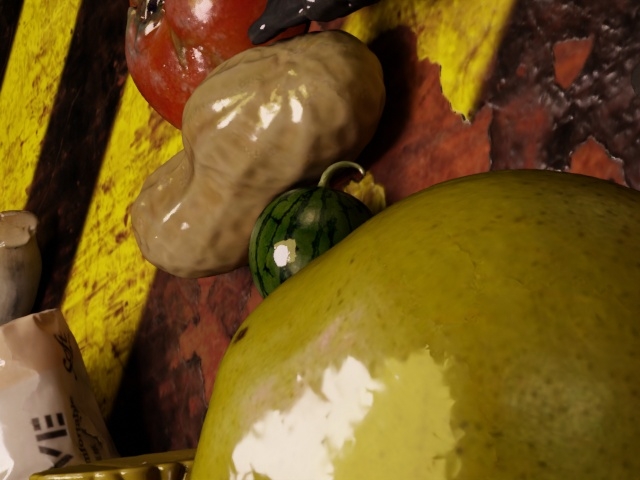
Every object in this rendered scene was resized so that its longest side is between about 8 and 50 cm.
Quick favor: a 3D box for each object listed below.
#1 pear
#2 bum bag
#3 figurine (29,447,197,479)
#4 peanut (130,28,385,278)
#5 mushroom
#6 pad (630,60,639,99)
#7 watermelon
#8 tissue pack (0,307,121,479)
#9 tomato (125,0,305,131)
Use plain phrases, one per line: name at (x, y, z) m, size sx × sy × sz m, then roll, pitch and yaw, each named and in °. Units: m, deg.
pear at (0.097, 0.105, 0.581) m, size 0.294 × 0.294 × 0.294 m, roll -16°, pitch 70°, yaw 55°
bum bag at (0.045, -0.201, 0.872) m, size 0.248 × 0.060 × 0.123 m, roll -29°, pitch 16°, yaw 49°
figurine at (-0.111, 0.318, 0.968) m, size 0.187 × 0.168 × 0.315 m, roll 31°, pitch -128°, yaw -80°
peanut at (-0.058, -0.058, 0.981) m, size 0.274 × 0.125 × 0.111 m, roll -47°, pitch 39°, yaw 40°
mushroom at (-0.368, 0.089, 1.457) m, size 0.099 × 0.096 × 0.278 m, roll 48°, pitch 119°, yaw 48°
pad at (0.228, -0.102, 0.669) m, size 0.157 × 0.003 × 0.112 m, roll -54°, pitch 43°, yaw 37°
watermelon at (-0.004, 0.006, 0.912) m, size 0.109 × 0.109 × 0.109 m, roll -16°, pitch 70°, yaw 55°
tissue pack at (-0.293, 0.284, 1.229) m, size 0.390 × 0.195 × 0.375 m, roll -39°, pitch 65°, yaw 46°
tomato at (-0.103, -0.202, 1.109) m, size 0.237 × 0.095 × 0.236 m, roll -16°, pitch 71°, yaw 55°
